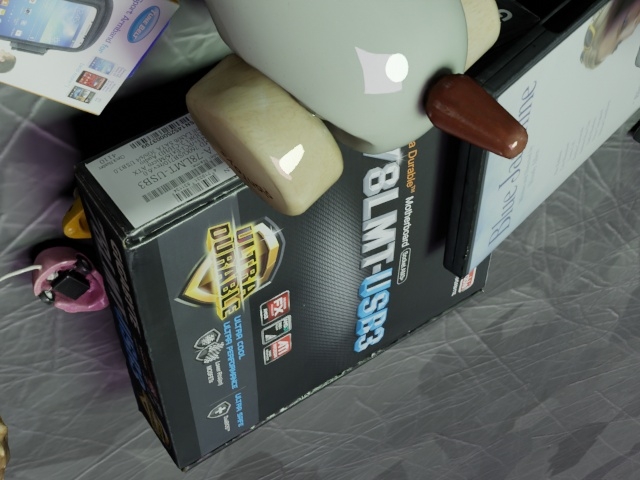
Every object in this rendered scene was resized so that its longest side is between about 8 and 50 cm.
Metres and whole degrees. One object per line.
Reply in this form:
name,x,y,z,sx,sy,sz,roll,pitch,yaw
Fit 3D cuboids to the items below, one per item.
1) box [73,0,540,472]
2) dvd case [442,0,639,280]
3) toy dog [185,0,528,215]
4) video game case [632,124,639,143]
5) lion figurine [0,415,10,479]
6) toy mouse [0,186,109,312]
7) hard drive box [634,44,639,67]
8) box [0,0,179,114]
box,0.000,0.000,0.705,0.293,0.073,0.295,-28,148,-20
dvd case,0.175,-0.104,0.706,0.253,0.022,0.180,-41,152,-26
toy dog,-0.007,-0.134,0.422,0.333,0.161,0.220,30,90,-46
video game case,0.425,0.002,0.888,0.248,0.275,0.035,16,115,-48
lion figurine,-0.244,0.038,0.543,0.240,0.142,0.392,-6,135,-44
toy mouse,-0.133,0.008,0.680,0.161,0.031,0.143,-26,145,-8
hard drive box,0.336,-0.148,0.615,0.181,0.232,0.089,-52,156,-30
box,-0.137,-0.114,0.526,0.136,0.028,0.081,17,124,-46
